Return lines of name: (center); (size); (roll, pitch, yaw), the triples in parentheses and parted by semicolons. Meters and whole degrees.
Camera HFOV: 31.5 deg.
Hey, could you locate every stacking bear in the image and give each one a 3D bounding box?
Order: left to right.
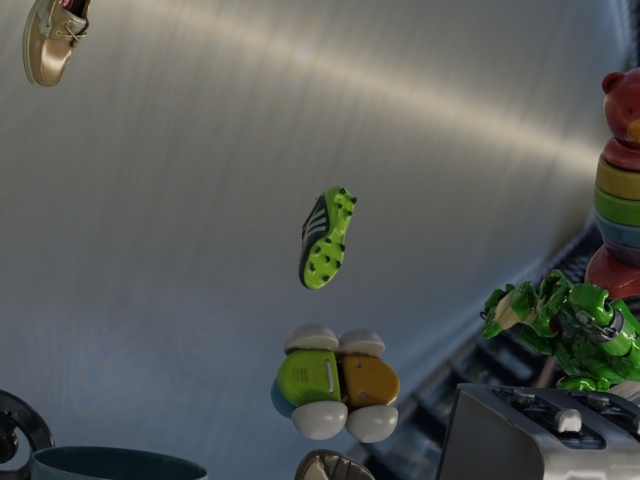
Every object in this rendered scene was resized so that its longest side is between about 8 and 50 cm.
stacking bear: (0.430, -0.085, 1.479); (0.164, 0.175, 0.289); (-56, 141, -54)

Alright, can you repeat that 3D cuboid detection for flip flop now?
flip flop: (0.055, 0.383, 1.708); (0.277, 0.080, 0.112); (30, 93, -40)

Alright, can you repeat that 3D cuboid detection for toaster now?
toaster: (0.161, 0.199, 0.797); (0.168, 0.110, 0.185); (9, 98, -33)

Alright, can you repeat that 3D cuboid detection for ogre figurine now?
ogre figurine: (0.222, 0.080, 0.978); (0.097, 0.118, 0.197); (-60, -169, -32)

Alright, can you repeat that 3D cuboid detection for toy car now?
toy car: (0.012, 0.207, 1.568); (0.136, 0.182, 0.159); (-45, -134, 48)

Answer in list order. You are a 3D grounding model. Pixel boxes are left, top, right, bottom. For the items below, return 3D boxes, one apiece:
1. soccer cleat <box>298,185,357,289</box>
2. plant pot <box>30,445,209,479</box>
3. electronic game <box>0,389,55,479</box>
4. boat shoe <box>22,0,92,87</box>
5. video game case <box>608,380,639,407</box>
soccer cleat: (0.000, 0.000, 1.609); (0.072, 0.060, 0.179); (-20, -141, 43)
plant pot: (-0.341, 0.462, 1.868); (0.290, 0.290, 0.195); (15, 82, -78)
electronic game: (-0.576, 0.352, 2.002); (0.048, 0.229, 0.229); (-65, 171, -59)
boat shoe: (-0.238, -0.206, 1.051); (0.050, 0.045, 0.135); (2, 102, -62)
video game case: (0.472, 0.259, 1.816); (0.206, 0.026, 0.227); (-31, 173, 12)
